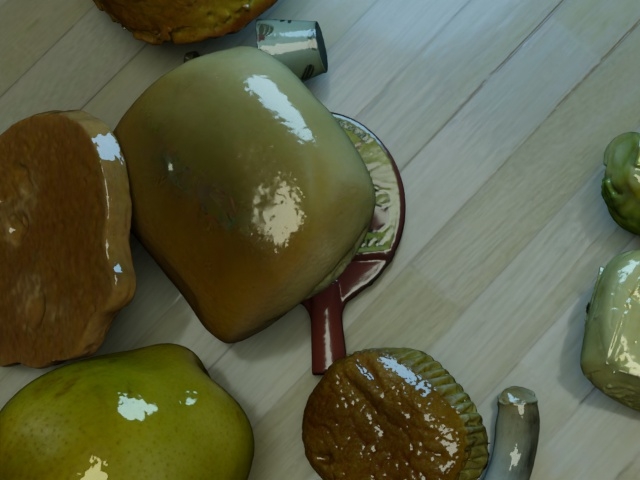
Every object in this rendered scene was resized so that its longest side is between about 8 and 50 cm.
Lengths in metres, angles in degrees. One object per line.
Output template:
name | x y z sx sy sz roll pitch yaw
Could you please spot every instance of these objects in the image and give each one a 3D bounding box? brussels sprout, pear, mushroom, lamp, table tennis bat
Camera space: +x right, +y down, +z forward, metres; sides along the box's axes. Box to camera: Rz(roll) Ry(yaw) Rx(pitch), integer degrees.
brussels sprout | 0.517 -0.075 1.802 0.223 0.223 0.161 13 96 5
pear | -0.287 0.331 1.677 0.418 0.362 0.362 -38 79 -18
mushroom | 0.264 0.347 1.787 0.096 0.099 0.278 27 73 -37
lamp | -0.101 -0.280 1.916 0.214 0.121 0.121 -9 78 11
table tennis bat | 0.000 0.000 1.892 0.268 0.051 0.415 -5 77 5

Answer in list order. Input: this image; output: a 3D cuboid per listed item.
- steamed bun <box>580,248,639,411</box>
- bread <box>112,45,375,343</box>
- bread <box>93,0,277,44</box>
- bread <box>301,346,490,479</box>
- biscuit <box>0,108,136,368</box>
steamed bun | 0.512 0.139 1.783 0.273 0.166 0.232 13 67 0
bread | -0.119 -0.068 1.759 0.348 0.253 0.376 -41 75 13
bread | -0.200 -0.477 1.889 0.358 0.204 0.337 -45 66 -8
bread | 0.106 0.273 1.755 0.253 0.142 0.227 45 105 22
biscuit | -0.396 0.000 1.800 0.385 0.062 0.365 -20 77 40
